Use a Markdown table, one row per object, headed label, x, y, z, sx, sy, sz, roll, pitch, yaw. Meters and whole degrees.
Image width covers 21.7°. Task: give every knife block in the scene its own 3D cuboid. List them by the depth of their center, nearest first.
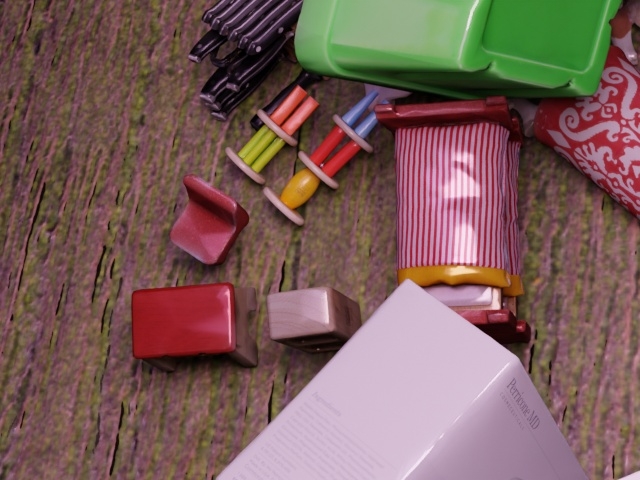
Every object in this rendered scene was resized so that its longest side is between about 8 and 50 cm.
| label | x | y | z | sx | sy | sz | roll | pitch | yaw |
| --- | --- | --- | --- | --- | --- | --- | --- | --- | --- |
| knife block | -0.002 | -0.229 | 1.728 | 0.276 | 0.242 | 0.088 | -13 | 42 | -45 |

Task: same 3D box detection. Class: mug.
| label | x | y | z | sx | sy | sz | roll | pitch | yaw |
| --- | --- | --- | --- | --- | --- | --- | --- | --- | --- |
| mug | 0.304 | -0.094 | 1.516 | 0.150 | 0.113 | 0.169 | -40 | 60 | -4 |

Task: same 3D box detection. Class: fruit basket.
| label | x | y | z | sx | sy | sz | roll | pitch | yaw |
| --- | --- | --- | --- | --- | --- | --- | --- | --- | --- |
| fruit basket | 0.110 | -0.310 | 1.458 | 0.392 | 0.283 | 0.392 | -9 | 79 | 49 |

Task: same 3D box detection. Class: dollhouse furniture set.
| label | x | y | z | sx | sy | sz | roll | pitch | yaw |
| --- | --- | --- | --- | --- | --- | --- | --- | --- | --- |
| dollhouse furniture set | 0.000 | 0.000 | 1.505 | 0.374 | 0.152 | 0.201 | -5 | 78 | 15 |

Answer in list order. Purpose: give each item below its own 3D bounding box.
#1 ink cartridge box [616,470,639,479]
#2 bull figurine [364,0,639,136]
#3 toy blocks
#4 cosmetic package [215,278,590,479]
| label | x | y | z | sx | sy | sz | roll | pitch | yaw |
| --- | --- | --- | --- | --- | --- | --- | --- | --- | --- |
| ink cartridge box | 0.212 | 0.277 | 1.265 | 0.159 | 0.218 | 0.092 | -24 | 56 | 5 |
| bull figurine | 0.184 | -0.202 | 1.626 | 0.310 | 0.101 | 0.188 | -35 | 60 | 0 |
| toy blocks | -0.008 | -0.105 | 1.644 | 0.148 | 0.054 | 0.123 | -47 | 57 | 5 |
| cosmetic package | 0.075 | 0.195 | 1.350 | 0.224 | 0.224 | 0.138 | -47 | 50 | -10 |
